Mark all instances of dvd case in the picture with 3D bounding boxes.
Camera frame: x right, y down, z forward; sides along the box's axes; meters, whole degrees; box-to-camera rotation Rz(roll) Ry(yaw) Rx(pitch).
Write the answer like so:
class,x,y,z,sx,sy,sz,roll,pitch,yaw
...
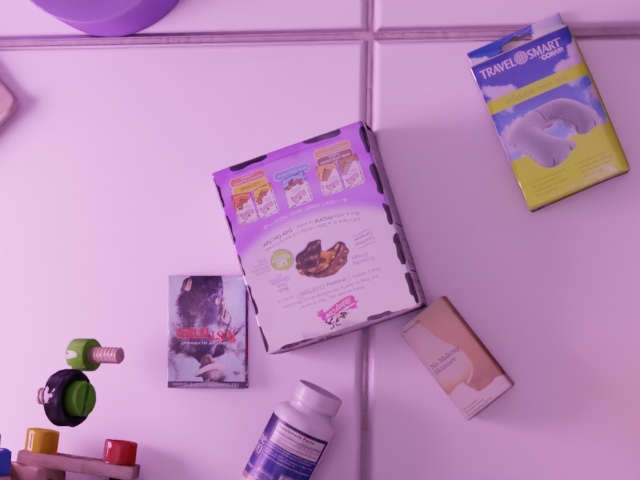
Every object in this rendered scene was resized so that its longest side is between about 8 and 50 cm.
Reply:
class,x,y,z,sx,sy,sz,roll,pitch,yaw
dvd case,-0.118,0.095,1.496,0.087,0.013,0.119,0,88,11

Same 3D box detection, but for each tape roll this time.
class,x,y,z,sx,sy,sz,roll,pitch,yaw
tape roll,-0.231,-0.314,1.508,0.189,0.080,0.189,0,87,10

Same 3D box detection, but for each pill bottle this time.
class,x,y,z,sx,sy,sz,roll,pitch,yaw
pill bottle,-0.027,0.205,1.444,0.067,0.067,0.120,27,92,11

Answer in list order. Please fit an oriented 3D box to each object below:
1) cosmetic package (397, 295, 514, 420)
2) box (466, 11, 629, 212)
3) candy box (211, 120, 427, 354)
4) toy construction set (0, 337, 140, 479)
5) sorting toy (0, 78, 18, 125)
class,x,y,z,sx,sy,sz,roll,pitch,yaw
cosmetic package,0.136,0.117,1.430,0.060,0.041,0.115,-40,80,7
box,0.225,-0.130,1.427,0.109,0.042,0.178,-23,84,9
candy box,0.000,0.000,1.449,0.165,0.070,0.196,-18,83,9
toy construction set,-0.332,0.285,1.455,0.237,0.257,0.308,0,110,29
sorting toy,-0.461,-0.156,1.565,0.193,0.038,0.208,-43,80,6
